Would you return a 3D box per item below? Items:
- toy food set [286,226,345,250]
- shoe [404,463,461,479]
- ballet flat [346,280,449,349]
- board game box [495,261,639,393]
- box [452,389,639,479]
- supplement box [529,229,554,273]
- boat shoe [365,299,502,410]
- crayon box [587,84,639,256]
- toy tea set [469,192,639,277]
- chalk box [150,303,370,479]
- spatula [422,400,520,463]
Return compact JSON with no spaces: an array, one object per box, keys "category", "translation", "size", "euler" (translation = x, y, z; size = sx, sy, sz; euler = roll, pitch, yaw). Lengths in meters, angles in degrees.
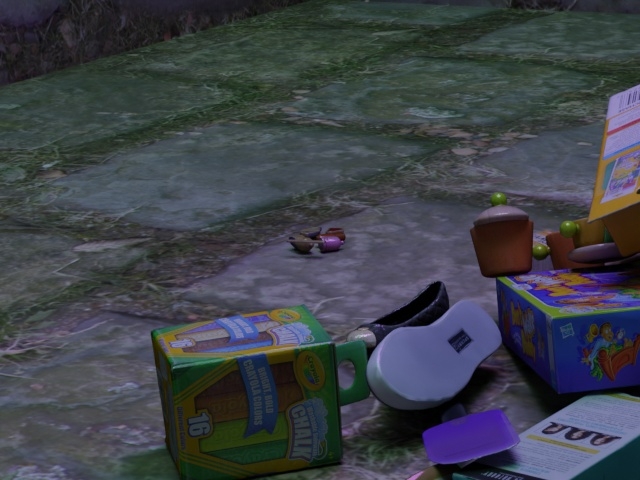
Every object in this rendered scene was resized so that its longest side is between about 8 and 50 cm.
[{"category":"toy food set","translation":[0.000,0.000,2.520],"size":[0.078,0.019,0.122],"euler":[2,10,20]},{"category":"shoe","translation":[0.061,0.251,1.607],"size":[0.076,0.058,0.219],"euler":[-37,-14,38]},{"category":"ballet flat","translation":[0.088,0.091,2.132],"size":[0.057,0.049,0.173],"euler":[9,21,40]},{"category":"board game box","translation":[0.330,0.084,1.934],"size":[0.233,0.078,0.347],"euler":[-6,6,-3]},{"category":"box","translation":[0.235,0.209,1.678],"size":[0.100,0.060,0.244],"euler":[9,21,41]},{"category":"supplement box","translation":[0.275,0.018,2.349],"size":[0.098,0.036,0.062],"euler":[-14,19,-29]},{"category":"boat shoe","translation":[0.110,0.138,1.923],"size":[0.084,0.095,0.258],"euler":[-44,-14,29]},{"category":"crayon box","translation":[0.413,-0.098,2.002],"size":[0.203,0.083,0.323],"euler":[-23,20,24]},{"category":"toy tea set","translation":[0.334,-0.028,2.155],"size":[0.336,0.124,0.200],"euler":[1,-11,-37]},{"category":"chalk box","translation":[-0.051,0.151,1.827],"size":[0.213,0.132,0.132],"euler":[-9,17,-11]},{"category":"spatula","translation":[0.135,0.180,1.759],"size":[0.084,0.030,0.296],"euler":[-16,0,-1]}]
